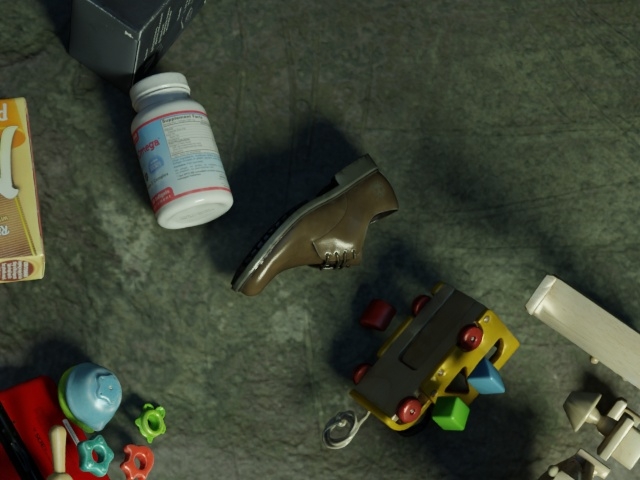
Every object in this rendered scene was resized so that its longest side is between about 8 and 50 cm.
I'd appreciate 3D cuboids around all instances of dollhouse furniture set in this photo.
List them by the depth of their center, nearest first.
[{"bbox_3d":[0.212,0.226,1.395,0.174,0.303,0.355,36,96,12],"label":"dollhouse furniture set"}]

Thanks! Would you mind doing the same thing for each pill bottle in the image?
[{"bbox_3d":[-0.159,-0.100,1.460,0.087,0.087,0.160,-14,74,-17],"label":"pill bottle"}]

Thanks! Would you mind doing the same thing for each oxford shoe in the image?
[{"bbox_3d":[0.000,0.000,1.467,0.227,0.083,0.096,-37,87,-21],"label":"oxford shoe"}]

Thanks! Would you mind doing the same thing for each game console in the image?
[{"bbox_3d":[-0.307,0.229,1.350,0.124,0.085,0.144,-20,75,-51],"label":"game console"}]

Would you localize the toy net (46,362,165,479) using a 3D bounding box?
[{"bbox_3d":[-0.238,0.229,1.315,0.122,0.045,0.232,50,41,-24],"label":"toy net"}]

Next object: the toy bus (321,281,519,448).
[{"bbox_3d":[0.120,0.148,1.426,0.104,0.202,0.191,47,37,-37],"label":"toy bus"}]

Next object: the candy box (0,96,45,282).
[{"bbox_3d":[-0.455,-0.040,1.369,0.317,0.087,0.182,-6,72,-16],"label":"candy box"}]

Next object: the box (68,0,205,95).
[{"bbox_3d":[-0.198,-0.272,1.474,0.093,0.156,0.158,34,67,1],"label":"box"}]
